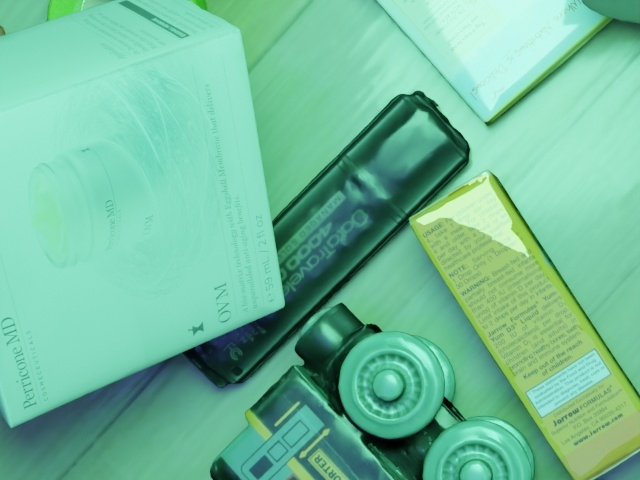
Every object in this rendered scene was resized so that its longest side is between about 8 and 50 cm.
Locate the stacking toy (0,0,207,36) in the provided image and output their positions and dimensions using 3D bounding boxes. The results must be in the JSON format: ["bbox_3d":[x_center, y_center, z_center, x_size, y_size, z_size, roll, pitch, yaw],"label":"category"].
[{"bbox_3d":[-0.258,-0.161,1.116,0.309,0.130,0.279,44,97,7],"label":"stacking toy"}]

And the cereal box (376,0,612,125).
[{"bbox_3d":[0.114,-0.232,1.094,0.173,0.047,0.240,-40,85,7],"label":"cereal box"}]

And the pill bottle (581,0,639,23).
[{"bbox_3d":[0.272,-0.356,0.965,0.224,0.224,0.392,1,86,10],"label":"pill bottle"}]

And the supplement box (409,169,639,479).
[{"bbox_3d":[0.160,0.062,1.072,0.080,0.078,0.233,-35,85,8],"label":"supplement box"}]

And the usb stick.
[{"bbox_3d":[0.000,0.000,1.116,0.077,0.045,0.278,45,97,0],"label":"usb stick"}]

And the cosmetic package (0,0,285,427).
[{"bbox_3d":[-0.164,-0.029,0.996,0.224,0.138,0.224,-23,123,-23],"label":"cosmetic package"}]

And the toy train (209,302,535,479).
[{"bbox_3d":[0.076,0.207,1.049,0.190,0.142,0.334,-44,81,4],"label":"toy train"}]
